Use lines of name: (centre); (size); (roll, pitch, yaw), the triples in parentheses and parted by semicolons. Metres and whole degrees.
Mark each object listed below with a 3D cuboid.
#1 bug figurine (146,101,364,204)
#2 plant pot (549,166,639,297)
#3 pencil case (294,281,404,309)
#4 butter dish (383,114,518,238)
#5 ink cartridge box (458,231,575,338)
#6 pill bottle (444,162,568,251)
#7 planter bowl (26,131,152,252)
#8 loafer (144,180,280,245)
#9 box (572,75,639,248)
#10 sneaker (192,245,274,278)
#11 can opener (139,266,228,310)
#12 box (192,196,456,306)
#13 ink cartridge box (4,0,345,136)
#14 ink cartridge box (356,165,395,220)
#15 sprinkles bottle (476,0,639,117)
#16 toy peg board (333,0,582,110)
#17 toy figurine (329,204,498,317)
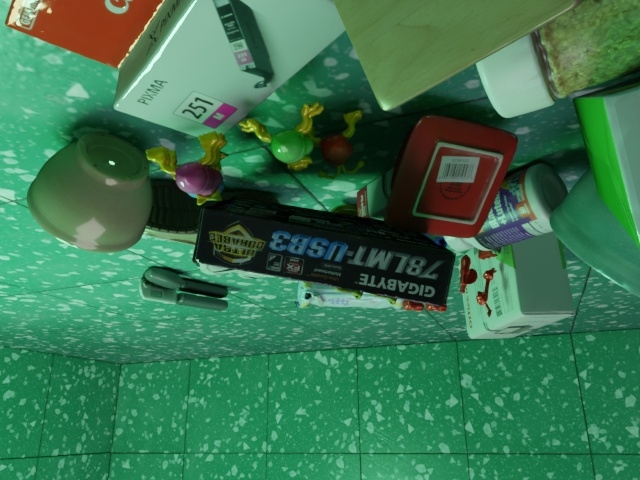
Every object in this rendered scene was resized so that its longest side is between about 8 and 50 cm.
bug figurine: (-0.079, -0.096, 0.661); (0.278, 0.072, 0.216); (-14, 180, 11)
plant pot: (0.478, -0.047, 0.673); (0.292, 0.293, 0.196); (7, 120, -21)
pencil case: (0.074, 0.114, 1.312); (0.272, 0.114, 0.124); (2, -178, -11)
butter dish: (0.161, -0.099, 0.732); (0.160, 0.118, 0.160); (7, 117, -21)
ink cartridge box: (0.404, 0.091, 1.135); (0.114, 0.199, 0.273); (0, 161, -6)
pill bottle: (0.300, -0.045, 0.885); (0.108, 0.108, 0.193); (13, 156, -34)
planter bowl: (-0.301, -0.078, 0.733); (0.162, 0.162, 0.109); (15, 129, -37)
loafer: (-0.201, -0.034, 0.905); (0.268, 0.102, 0.092); (5, 154, -17)
box: (0.362, -0.101, 0.451); (0.231, 0.127, 0.262); (-16, -172, 25)
sneaker: (-0.140, 0.027, 1.094); (0.152, 0.094, 0.235); (-11, 158, 24)
can opener: (-0.357, 0.138, 1.425); (0.093, 0.074, 0.280); (-16, 155, 35)
box: (0.000, 0.000, 0.728); (0.295, 0.074, 0.293); (10, -174, -4)
ink cartridge box: (-0.141, -0.204, 0.496); (0.238, 0.060, 0.275); (13, 156, -37)
ink cartridge box: (0.146, -0.070, 0.873); (0.109, 0.063, 0.150); (10, 158, -28)
sprinkles bottle: (0.301, -0.208, 0.410); (0.355, 0.121, 0.121); (-14, 157, 32)
toy peg board: (0.094, -0.210, 0.400); (0.161, 0.161, 0.079); (-21, -174, 44)
toy figurine: (0.145, 0.059, 1.073); (0.362, 0.191, 0.217); (8, 164, -20)
